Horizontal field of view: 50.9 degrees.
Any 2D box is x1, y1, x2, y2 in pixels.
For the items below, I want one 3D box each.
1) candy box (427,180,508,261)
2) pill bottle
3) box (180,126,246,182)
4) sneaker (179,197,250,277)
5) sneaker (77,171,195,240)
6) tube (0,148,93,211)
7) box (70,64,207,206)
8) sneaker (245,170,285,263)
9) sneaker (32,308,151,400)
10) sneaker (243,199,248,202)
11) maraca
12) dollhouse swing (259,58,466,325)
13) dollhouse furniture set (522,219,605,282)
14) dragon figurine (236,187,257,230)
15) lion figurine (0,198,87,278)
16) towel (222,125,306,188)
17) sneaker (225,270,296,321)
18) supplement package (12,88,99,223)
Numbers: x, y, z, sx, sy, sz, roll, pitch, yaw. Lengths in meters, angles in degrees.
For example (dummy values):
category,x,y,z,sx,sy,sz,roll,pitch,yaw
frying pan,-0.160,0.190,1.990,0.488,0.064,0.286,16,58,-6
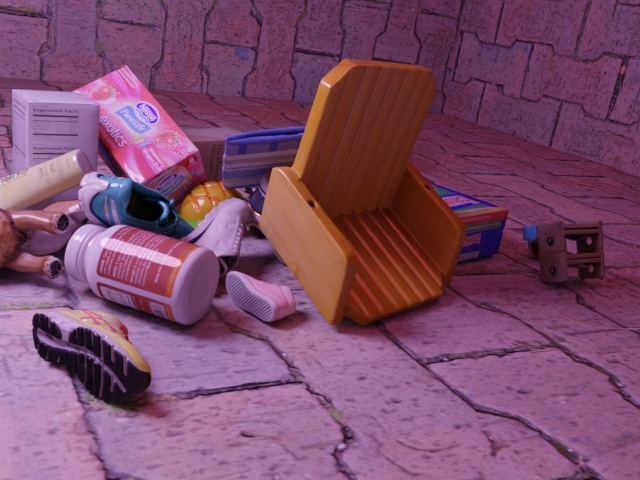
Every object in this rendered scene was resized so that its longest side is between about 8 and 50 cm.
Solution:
category,x,y,z,sx,sy,sz,roll,pitch,yaw
candy box,0.221,-0.057,1.563,0.268,0.122,0.317,-7,26,-41
pill bottle,-0.275,0.044,1.033,0.216,0.121,0.121,16,20,17
box,-0.315,-0.203,1.706,0.121,0.148,0.311,24,25,35
sneaker,-0.177,0.009,1.204,0.095,0.090,0.235,18,42,16
sneaker,-0.285,-0.029,1.137,0.110,0.107,0.275,0,-20,25
tube,-0.536,-0.095,1.228,0.240,0.062,0.070,-20,26,6
box,-0.391,-0.212,1.448,0.154,0.142,0.300,-33,66,-19
sneaker,0.000,0.000,1.319,0.321,0.127,0.126,34,26,0
sneaker,-0.272,0.129,0.851,0.208,0.081,0.094,22,20,34
sneaker,-0.154,-0.092,1.578,0.075,0.063,0.170,17,14,40
maraca,-0.243,-0.061,1.405,0.127,0.099,0.185,11,38,36
dollhouse swing,0.128,-0.088,1.150,0.347,0.305,0.315,-10,55,-46
dollhouse furniture set,0.511,0.028,1.496,0.129,0.129,0.183,-2,-3,-28
dragon figurine,-0.109,-0.073,1.480,0.144,0.085,0.289,10,20,-35
lion figurine,-0.478,-0.019,1.152,0.240,0.142,0.392,7,2,21
towel,-0.084,-0.158,1.285,0.209,0.034,0.285,-8,-10,-10
sneaker,-0.094,0.089,1.101,0.070,0.051,0.134,-8,28,-44
supplement package,-0.527,-0.164,1.334,0.134,0.244,0.139,-5,24,-35
